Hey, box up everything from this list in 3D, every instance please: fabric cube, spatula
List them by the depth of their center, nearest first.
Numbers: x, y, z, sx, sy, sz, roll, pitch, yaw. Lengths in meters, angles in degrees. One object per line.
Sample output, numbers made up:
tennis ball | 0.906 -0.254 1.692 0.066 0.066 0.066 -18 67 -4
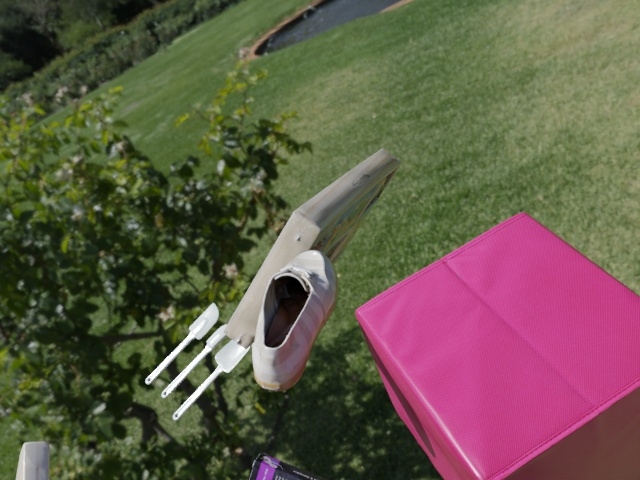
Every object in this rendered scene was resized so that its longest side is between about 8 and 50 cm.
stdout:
fabric cube | 0.235 0.171 0.714 0.259 0.254 0.258 -30 40 -8
spatula | -0.284 0.280 1.396 0.242 0.019 0.168 -47 60 -3

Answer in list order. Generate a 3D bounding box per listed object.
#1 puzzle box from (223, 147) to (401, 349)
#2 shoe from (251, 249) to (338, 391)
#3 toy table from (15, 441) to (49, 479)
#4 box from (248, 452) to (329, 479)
puzzle box | 0.000 0.000 1.094 0.272 0.052 0.409 -57 -9 32
shoe | -0.027 0.074 0.711 0.076 0.058 0.219 -1 36 15
toy table | -0.311 0.367 0.635 0.161 0.252 0.274 -57 51 32
box | -0.015 0.331 0.710 0.162 0.116 0.029 19 9 12
